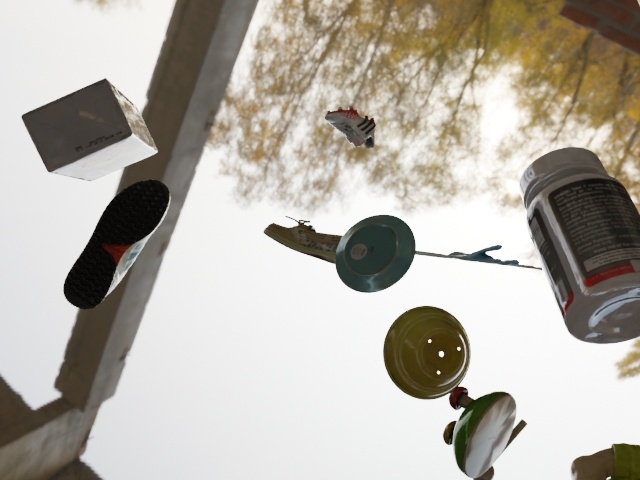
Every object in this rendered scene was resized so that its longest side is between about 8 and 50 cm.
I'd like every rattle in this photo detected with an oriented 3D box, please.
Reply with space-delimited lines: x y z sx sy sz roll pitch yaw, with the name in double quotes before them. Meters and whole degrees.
"rattle" 0.334 0.316 0.688 0.130 0.142 0.199 2 -154 -17

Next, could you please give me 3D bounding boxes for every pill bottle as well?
"pill bottle" 0.411 0.000 1.038 0.161 0.161 0.283 15 -135 -23

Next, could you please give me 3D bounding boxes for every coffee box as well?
"coffee box" -0.443 -0.209 1.351 0.297 0.168 0.118 -166 51 -84

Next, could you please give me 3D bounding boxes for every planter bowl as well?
"planter bowl" 0.257 0.253 1.532 0.217 0.217 0.090 22 168 -10

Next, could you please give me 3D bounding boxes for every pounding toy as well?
"pounding toy" 0.311 0.382 1.392 0.110 0.183 0.237 25 163 40

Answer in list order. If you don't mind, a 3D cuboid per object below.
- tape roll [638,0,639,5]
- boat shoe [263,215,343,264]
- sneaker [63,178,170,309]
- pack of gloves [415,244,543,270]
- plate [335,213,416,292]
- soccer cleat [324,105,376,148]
"tape roll" 0.566 -0.391 0.946 0.169 0.246 0.246 61 -154 -7
"boat shoe" 0.000 0.000 1.680 0.285 0.089 0.104 18 180 8
"sneaker" -0.226 0.001 0.754 0.057 0.161 0.075 34 169 -14
"pack of gloves" 0.357 0.028 1.513 0.232 0.046 0.195 7 -179 40
"plate" 0.112 0.022 1.456 0.188 0.188 0.024 48 -178 37
"soccer cleat" 0.034 -0.118 0.718 0.029 0.035 0.083 -9 172 33
